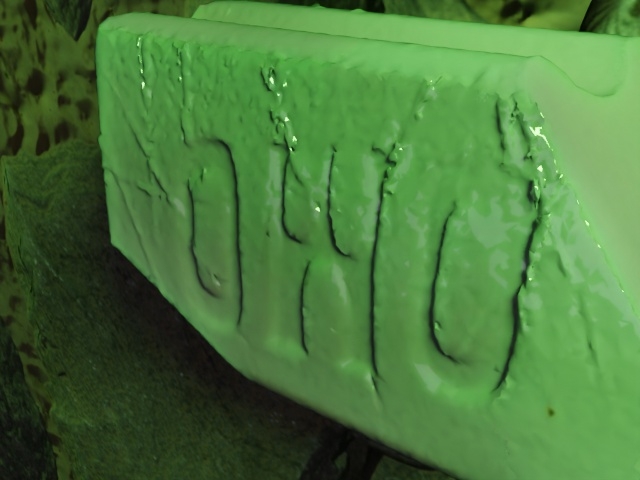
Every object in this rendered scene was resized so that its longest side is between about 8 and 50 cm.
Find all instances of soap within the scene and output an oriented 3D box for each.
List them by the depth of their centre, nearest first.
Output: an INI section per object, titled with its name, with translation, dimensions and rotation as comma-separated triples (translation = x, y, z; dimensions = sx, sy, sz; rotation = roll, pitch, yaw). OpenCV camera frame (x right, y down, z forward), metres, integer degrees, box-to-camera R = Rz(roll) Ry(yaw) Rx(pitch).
[soap]
translation = 0.049, -0.011, 0.526
dimensions = 0.446, 0.156, 0.261
rotation = 18, 117, 35

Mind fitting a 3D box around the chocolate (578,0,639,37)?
[chocolate]
translation = 0.225, -0.089, 0.498
dimensions = 0.167, 0.072, 0.072
rotation = 52, 134, 6
